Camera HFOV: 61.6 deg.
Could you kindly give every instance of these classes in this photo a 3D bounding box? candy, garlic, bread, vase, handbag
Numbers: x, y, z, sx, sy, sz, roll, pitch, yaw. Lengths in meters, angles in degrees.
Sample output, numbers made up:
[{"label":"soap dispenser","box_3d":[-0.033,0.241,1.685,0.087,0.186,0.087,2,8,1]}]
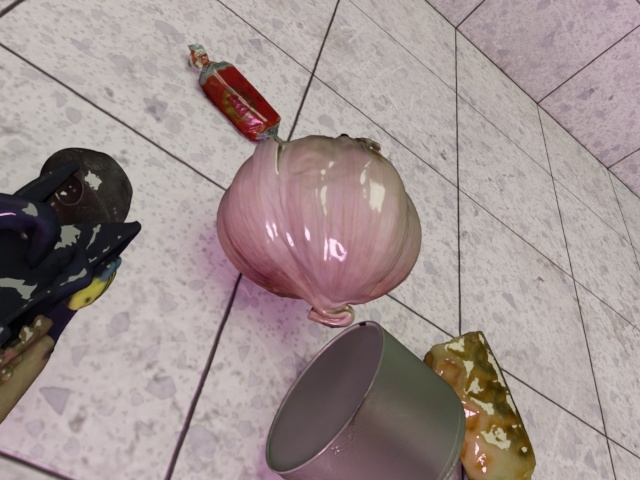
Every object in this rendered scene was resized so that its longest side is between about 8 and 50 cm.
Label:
[{"label":"candy","box_3d":[-0.151,-0.263,1.020,0.292,0.059,0.086,46,39,-7]},{"label":"garlic","box_3d":[0.001,-0.015,0.797,0.322,0.322,0.241,39,69,-14]},{"label":"bread","box_3d":[0.276,0.303,0.934,0.152,0.130,0.268,2,60,-47]},{"label":"vase","box_3d":[-0.325,-0.035,0.659,0.120,0.120,0.183,48,58,-3]},{"label":"handbag","box_3d":[-0.300,0.108,0.395,0.122,0.329,0.303,46,40,-12]}]

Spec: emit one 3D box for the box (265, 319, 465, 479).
[{"label":"box","box_3d":[0.056,0.239,0.700,0.149,0.226,0.226,41,41,-11]}]
